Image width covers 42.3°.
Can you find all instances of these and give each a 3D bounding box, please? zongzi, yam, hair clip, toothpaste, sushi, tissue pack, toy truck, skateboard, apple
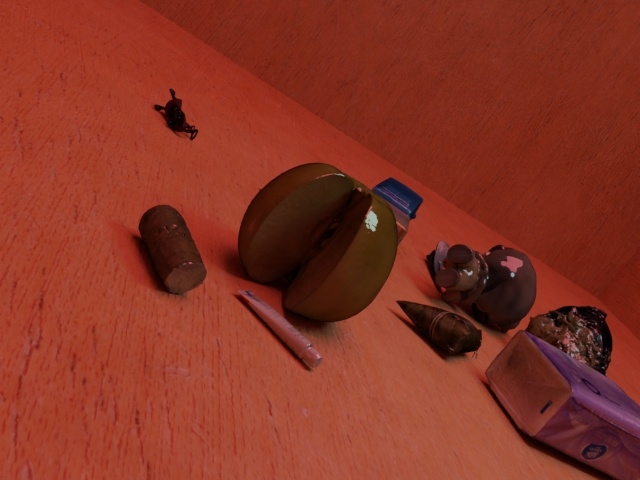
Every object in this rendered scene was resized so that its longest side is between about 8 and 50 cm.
[{"bbox_3d":[0.277,0.193,1.897,0.184,0.084,0.187,32,4,27],"label":"zongzi"},{"bbox_3d":[-0.229,0.014,1.288,0.078,0.078,0.179,25,18,-38],"label":"yam"},{"bbox_3d":[0.353,0.088,2.439,0.048,0.083,0.275,38,21,-12],"label":"hair clip"},{"bbox_3d":[-0.066,0.140,1.354,0.190,0.031,0.048,40,17,30],"label":"toothpaste"},{"bbox_3d":[0.649,0.283,2.187,0.239,0.224,0.219,5,1,41],"label":"sushi"},{"bbox_3d":[0.556,0.367,1.798,0.338,0.160,0.242,30,17,-26],"label":"tissue pack"},{"bbox_3d":[0.194,-0.077,2.380,0.161,0.162,0.385,36,14,6],"label":"toy truck"},{"bbox_3d":[-0.356,-0.309,2.077,0.080,0.067,0.151,36,16,-43],"label":"skateboard"},{"bbox_3d":[0.000,0.000,1.503,0.292,0.254,0.292,37,10,-7],"label":"apple"}]

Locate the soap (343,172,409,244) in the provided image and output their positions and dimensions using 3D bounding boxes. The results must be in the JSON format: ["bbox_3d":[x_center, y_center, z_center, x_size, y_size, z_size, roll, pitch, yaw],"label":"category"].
[{"bbox_3d":[0.078,-0.024,1.898,0.199,0.182,0.138,35,15,1],"label":"soap"}]

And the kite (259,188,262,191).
[{"bbox_3d":[-0.047,-0.061,2.066,0.245,0.015,0.141,26,20,-32],"label":"kite"}]

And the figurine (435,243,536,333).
[{"bbox_3d":[0.460,0.108,2.272,0.203,0.248,0.381,-7,-19,42],"label":"figurine"}]
